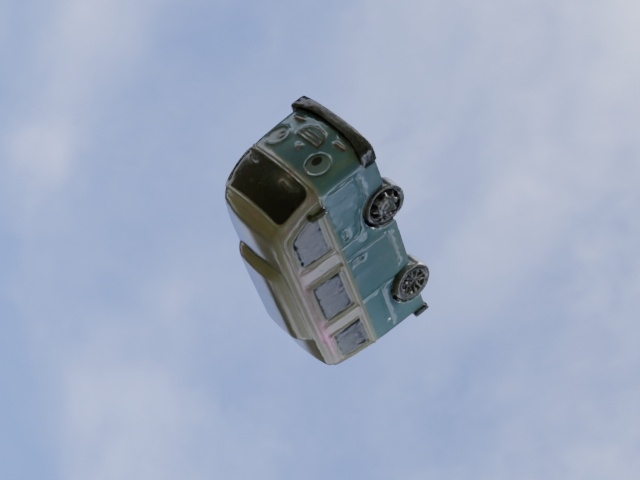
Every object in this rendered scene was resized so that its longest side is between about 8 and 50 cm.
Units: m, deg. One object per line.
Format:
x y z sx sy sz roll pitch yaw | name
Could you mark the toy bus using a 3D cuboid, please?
0.000 0.000 0.647 0.075 0.123 0.060 -38 -132 -15 | toy bus
